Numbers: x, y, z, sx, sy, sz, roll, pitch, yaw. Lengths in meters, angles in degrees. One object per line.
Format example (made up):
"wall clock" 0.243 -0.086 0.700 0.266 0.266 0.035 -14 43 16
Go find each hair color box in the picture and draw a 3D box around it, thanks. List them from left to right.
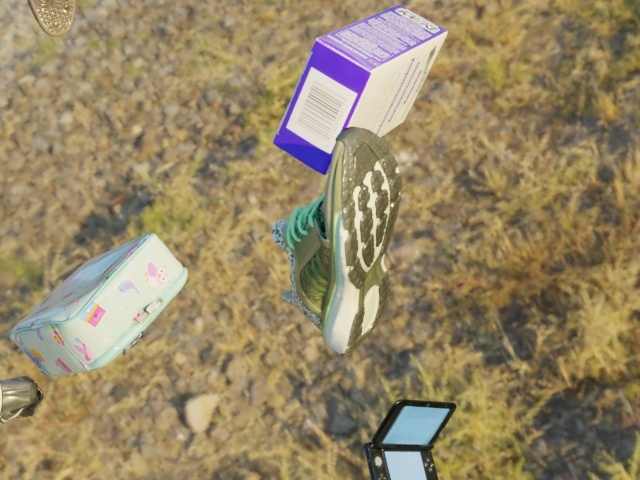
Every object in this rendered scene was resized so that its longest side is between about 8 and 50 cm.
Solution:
"hair color box" 0.069 -0.248 1.634 0.110 0.185 0.339 33 31 13

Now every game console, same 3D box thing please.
"game console" 0.118 0.256 1.249 0.071 0.122 0.107 -31 60 36

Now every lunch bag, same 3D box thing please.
"lunch bag" -0.328 0.097 1.556 0.279 0.108 0.224 -16 25 52

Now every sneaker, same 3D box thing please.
"sneaker" -0.531 0.278 1.767 0.106 0.078 0.234 -2 -14 -23
"sneaker" -0.411 -0.385 1.519 0.066 0.188 0.071 -15 -1 -27
"sneaker" 0.000 0.000 1.494 0.182 0.410 0.158 24 47 20
